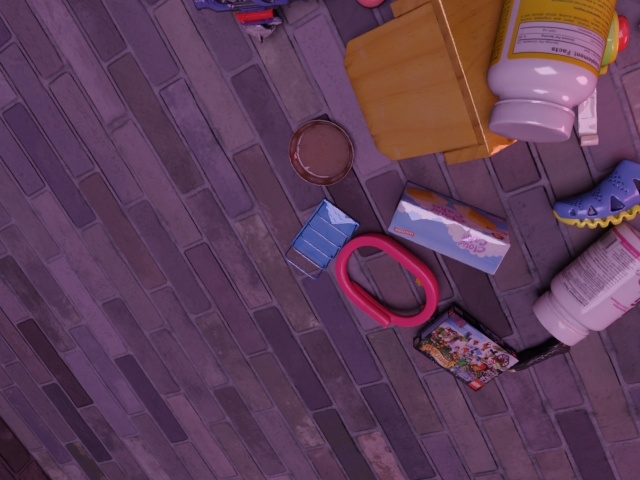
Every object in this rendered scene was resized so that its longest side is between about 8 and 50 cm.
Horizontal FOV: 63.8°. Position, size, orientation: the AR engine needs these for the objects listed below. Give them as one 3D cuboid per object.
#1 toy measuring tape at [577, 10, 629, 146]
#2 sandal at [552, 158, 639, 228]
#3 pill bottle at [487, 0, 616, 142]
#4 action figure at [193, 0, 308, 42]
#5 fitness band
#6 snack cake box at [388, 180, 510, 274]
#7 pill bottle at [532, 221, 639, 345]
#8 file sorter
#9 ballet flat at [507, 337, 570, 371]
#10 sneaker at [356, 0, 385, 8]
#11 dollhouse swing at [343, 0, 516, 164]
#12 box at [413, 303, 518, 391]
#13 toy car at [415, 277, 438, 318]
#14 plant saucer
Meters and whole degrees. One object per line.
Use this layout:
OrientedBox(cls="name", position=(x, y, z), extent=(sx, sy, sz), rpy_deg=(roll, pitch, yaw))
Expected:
OrientedBox(cls="toy measuring tape", position=(0.554, -0.344, 1.042), extent=(0.122, 0.121, 0.330), rpy_deg=(-3, 112, 17))
OrientedBox(cls="sandal", position=(0.667, -0.116, 1.116), extent=(0.318, 0.126, 0.138), rpy_deg=(-15, 105, 12))
OrientedBox(cls="pill bottle", position=(0.411, -0.356, 0.927), extent=(0.188, 0.188, 0.333), rpy_deg=(13, 93, 10))
OrientedBox(cls="action figure", position=(-0.110, -0.607, 1.119), extent=(0.342, 0.178, 0.330), rpy_deg=(-3, 123, -13))
OrientedBox(cls="fitness band", position=(0.175, 0.108, 1.361), extent=(0.291, 0.054, 0.209), rpy_deg=(39, 119, 10))
OrientedBox(cls="snack cake box", position=(0.306, -0.036, 1.226), extent=(0.264, 0.152, 0.089), rpy_deg=(23, 117, 4))
OrientedBox(cls="pill bottle", position=(0.645, 0.106, 1.191), extent=(0.160, 0.160, 0.283), rpy_deg=(37, 118, -3))
OrientedBox(cls="file sorter", position=(0.000, 0.000, 1.355), extent=(0.118, 0.104, 0.170), rpy_deg=(37, 118, -2))
OrientedBox(cls="ballet flat", position=(0.575, 0.311, 1.360), extent=(0.173, 0.057, 0.049), rpy_deg=(-34, 106, 26))
OrientedBox(cls="sneaker", position=(0.114, -0.632, 1.023), extent=(0.116, 0.136, 0.313), rpy_deg=(17, 117, 9))
OrientedBox(cls="dollhouse swing", position=(0.282, -0.373, 1.136), extent=(0.315, 0.305, 0.346), rpy_deg=(-30, 106, -18))
OrientedBox(cls="box", position=(0.391, 0.295, 1.394), extent=(0.233, 0.044, 0.159), rpy_deg=(36, 117, -11))
OrientedBox(cls="toy car", position=(0.286, 0.155, 1.393), extent=(0.040, 0.060, 0.122), rpy_deg=(8, 103, 60))
OrientedBox(cls="plant saucer", position=(0.003, -0.222, 1.297), extent=(0.169, 0.029, 0.168), rpy_deg=(6, 116, 13))
